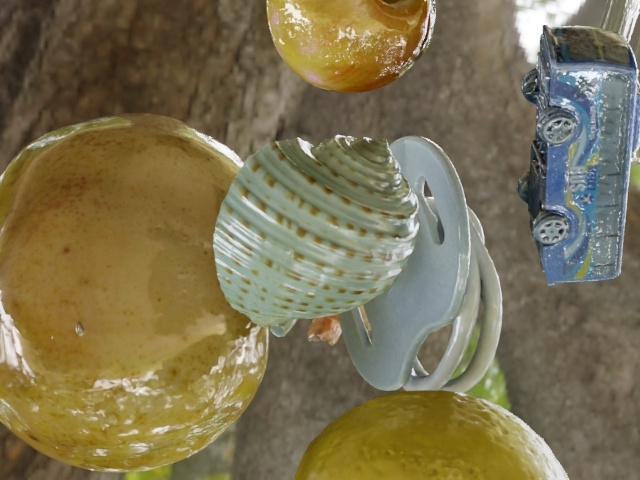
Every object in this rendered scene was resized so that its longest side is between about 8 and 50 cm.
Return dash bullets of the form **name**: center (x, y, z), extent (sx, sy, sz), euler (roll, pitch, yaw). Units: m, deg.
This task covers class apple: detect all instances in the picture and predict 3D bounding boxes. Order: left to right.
- **apple**: center (0.031, -0.193, 1.165), extent (0.146, 0.147, 0.146), euler (9, -152, -5)

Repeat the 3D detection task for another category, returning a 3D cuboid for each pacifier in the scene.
- **pacifier**: center (0.041, 0.038, 1.416), extent (0.233, 0.299, 0.244), euler (2, -127, -21)

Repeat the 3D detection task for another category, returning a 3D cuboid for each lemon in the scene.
- **lemon**: center (0.102, 0.272, 1.274), extent (0.293, 0.293, 0.293), euler (9, -152, -5)

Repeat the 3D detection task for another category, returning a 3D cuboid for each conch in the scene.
- **conch**: center (0.009, 0.000, 1.224), extent (0.131, 0.200, 0.172), euler (16, -176, 38)

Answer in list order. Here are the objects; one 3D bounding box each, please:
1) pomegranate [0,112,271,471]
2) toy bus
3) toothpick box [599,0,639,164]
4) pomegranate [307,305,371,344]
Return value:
- **pomegranate**: center (-0.209, 0.059, 1.576), extent (0.416, 0.417, 0.417), euler (9, -152, -5)
- **toy bus**: center (0.225, -0.073, 1.201), extent (0.094, 0.237, 0.079), euler (-6, -142, -2)
- **toothpick box**: center (0.335, -0.180, 1.442), extent (0.111, 0.181, 0.111), euler (8, -151, -4)
- **pomegranate**: center (0.049, 0.037, 2.124), extent (0.252, 0.229, 0.271), euler (13, -112, 15)
